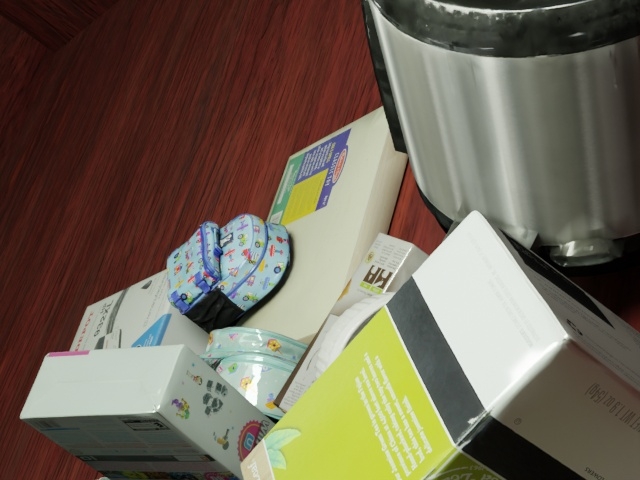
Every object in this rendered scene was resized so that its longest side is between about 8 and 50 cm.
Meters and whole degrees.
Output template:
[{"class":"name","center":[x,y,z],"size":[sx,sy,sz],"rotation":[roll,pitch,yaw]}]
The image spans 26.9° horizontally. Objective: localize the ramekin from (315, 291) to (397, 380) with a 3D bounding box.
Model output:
[{"class":"ramekin","center":[0.091,0.153,1.490],"size":[0.207,0.207,0.109],"rotation":[-58,17,-6]}]

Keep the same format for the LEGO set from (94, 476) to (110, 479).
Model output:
[{"class":"LEGO set","center":[-0.249,0.460,1.804],"size":[0.107,0.132,0.287],"rotation":[141,131,-63]}]

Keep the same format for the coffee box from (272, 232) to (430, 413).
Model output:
[{"class":"coffee box","center":[0.073,0.134,1.601],"size":[0.246,0.141,0.098],"rotation":[-57,26,-6]}]

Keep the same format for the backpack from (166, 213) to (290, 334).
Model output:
[{"class":"backpack","center":[-0.130,0.035,1.970],"size":[0.173,0.117,0.158],"rotation":[-39,31,25]}]

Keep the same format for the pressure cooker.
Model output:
[{"class":"pressure cooker","center":[0.251,-0.164,1.367],"size":[0.370,0.420,0.375],"rotation":[-19,43,1]}]

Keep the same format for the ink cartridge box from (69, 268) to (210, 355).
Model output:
[{"class":"ink cartridge box","center":[-0.286,0.187,2.148],"size":[0.307,0.129,0.223],"rotation":[-24,40,46]}]

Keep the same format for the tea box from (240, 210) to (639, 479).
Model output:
[{"class":"tea box","center":[0.166,0.215,1.139],"size":[0.323,0.329,0.220],"rotation":[-49,27,14]}]

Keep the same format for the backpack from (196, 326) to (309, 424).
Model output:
[{"class":"backpack","center":[-0.074,0.192,1.750],"size":[0.188,0.166,0.144],"rotation":[2,70,57]}]

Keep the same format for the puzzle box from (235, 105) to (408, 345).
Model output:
[{"class":"puzzle box","center":[0.000,0.000,1.980],"size":[0.272,0.052,0.409],"rotation":[-24,39,47]}]

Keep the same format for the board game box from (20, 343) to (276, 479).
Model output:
[{"class":"board game box","center":[-0.180,0.245,1.650],"size":[0.224,0.303,0.097],"rotation":[-5,53,35]}]
